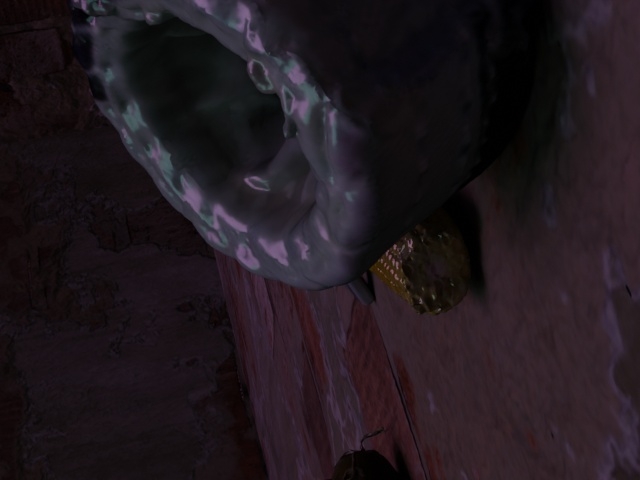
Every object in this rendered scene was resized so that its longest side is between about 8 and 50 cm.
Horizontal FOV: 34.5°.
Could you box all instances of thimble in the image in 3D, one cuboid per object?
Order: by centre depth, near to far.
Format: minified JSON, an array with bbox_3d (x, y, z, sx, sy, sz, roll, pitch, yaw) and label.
[{"bbox_3d":[-0.010,-0.091,0.540,0.237,0.150,0.237,36,154,21],"label":"thimble"}]

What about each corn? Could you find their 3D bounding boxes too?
[{"bbox_3d":[0.054,-0.003,0.707,0.165,0.063,0.085,-129,39,-66],"label":"corn"}]

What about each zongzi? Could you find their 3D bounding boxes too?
[{"bbox_3d":[0.067,0.308,1.004,0.184,0.084,0.187,63,-166,-45],"label":"zongzi"}]

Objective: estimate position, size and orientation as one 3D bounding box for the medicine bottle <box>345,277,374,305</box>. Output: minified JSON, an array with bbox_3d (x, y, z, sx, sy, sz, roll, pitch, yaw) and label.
[{"bbox_3d":[0.000,0.000,1.057,0.092,0.061,0.220,56,179,-21],"label":"medicine bottle"}]

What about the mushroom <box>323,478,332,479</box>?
[{"bbox_3d":[0.032,0.302,1.078,0.135,0.080,0.170,46,-143,-31],"label":"mushroom"}]
